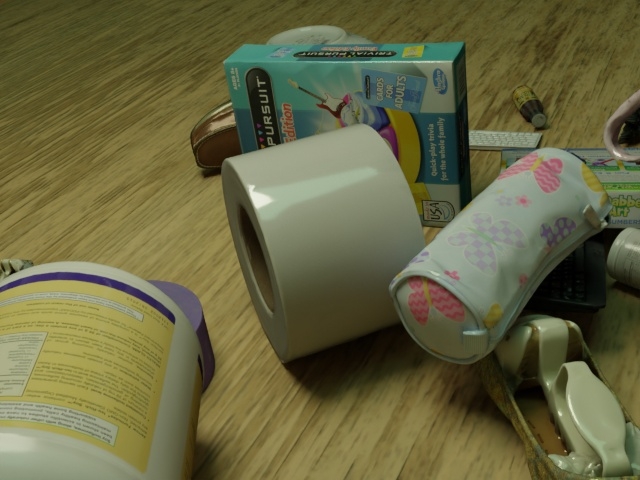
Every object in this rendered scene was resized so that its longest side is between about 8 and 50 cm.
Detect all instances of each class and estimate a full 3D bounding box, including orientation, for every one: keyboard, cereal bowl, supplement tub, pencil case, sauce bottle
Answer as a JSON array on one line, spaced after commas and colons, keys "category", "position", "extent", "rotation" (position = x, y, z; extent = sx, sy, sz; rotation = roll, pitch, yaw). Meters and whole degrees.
[{"category": "keyboard", "position": [0.254, 0.008, 1.027], "extent": [0.202, 0.033, 0.317], "rotation": [2, 21, 17]}, {"category": "cereal bowl", "position": [-0.020, -0.339, 1.625], "extent": [0.339, 0.141, 0.339], "rotation": [-7, 30, 4]}, {"category": "supplement tub", "position": [-0.229, 0.195, 0.683], "extent": [0.241, 0.241, 0.331], "rotation": [-7, 30, 2]}, {"category": "pencil case", "position": [0.195, 0.012, 0.853], "extent": [0.124, 0.113, 0.273], "rotation": [37, 54, 22]}, {"category": "supplement tub", "position": [0.405, 0.032, 0.962], "extent": [0.071, 0.071, 0.107], "rotation": [-28, 36, -30]}, {"category": "sauce bottle", "position": [0.375, -0.239, 1.450], "extent": [0.042, 0.042, 0.128], "rotation": [-8, 30, 1]}, {"category": "keyboard", "position": [0.249, -0.178, 1.408], "extent": [0.256, 0.014, 0.072], "rotation": [6, 33, 22]}]

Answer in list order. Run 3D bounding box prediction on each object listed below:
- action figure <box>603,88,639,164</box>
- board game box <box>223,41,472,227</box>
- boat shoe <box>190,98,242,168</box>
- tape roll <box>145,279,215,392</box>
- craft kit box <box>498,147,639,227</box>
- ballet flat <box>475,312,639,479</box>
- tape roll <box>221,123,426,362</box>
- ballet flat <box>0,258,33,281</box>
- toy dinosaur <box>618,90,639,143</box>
[{"category": "action figure", "position": [0.447, 0.006, 0.782], "extent": [0.276, 0.248, 0.370], "rotation": [13, 64, -5]}, {"category": "board game box", "position": [0.044, -0.154, 1.186], "extent": [0.336, 0.253, 0.079], "rotation": [4, 33, 22]}, {"category": "boat shoe", "position": [-0.061, -0.189, 1.407], "extent": [0.324, 0.122, 0.120], "rotation": [-18, 46, -10]}, {"category": "tape roll", "position": [-0.223, 0.130, 0.948], "extent": [0.189, 0.080, 0.189], "rotation": [-6, 31, 3]}, {"category": "craft kit box", "position": [0.372, -0.077, 1.115], "extent": [0.250, 0.061, 0.246], "rotation": [1, 16, 14]}, {"category": "ballet flat", "position": [0.229, 0.144, 0.777], "extent": [0.123, 0.123, 0.348], "rotation": [-9, 30, 0]}, {"category": "tape roll", "position": [0.000, 0.000, 0.949], "extent": [0.169, 0.246, 0.246], "rotation": [-18, 32, -13]}, {"category": "ballet flat", "position": [-0.458, 0.050, 1.181], "extent": [0.041, 0.041, 0.114], "rotation": [2, 32, 18]}, {"category": "toy dinosaur", "position": [0.602, -0.200, 1.273], "extent": [0.218, 0.164, 0.322], "rotation": [19, 20, 16]}]
